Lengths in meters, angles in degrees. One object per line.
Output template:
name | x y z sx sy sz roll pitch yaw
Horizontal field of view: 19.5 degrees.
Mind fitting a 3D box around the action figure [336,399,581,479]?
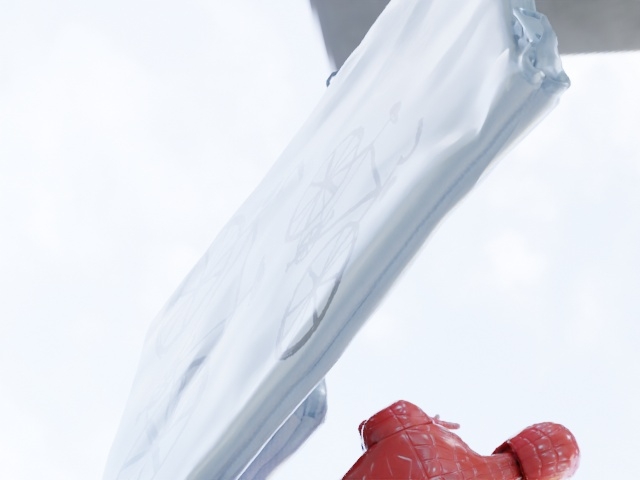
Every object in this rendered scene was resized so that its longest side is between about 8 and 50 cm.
action figure | -0.026 0.137 0.737 0.280 0.139 0.091 -24 -105 6

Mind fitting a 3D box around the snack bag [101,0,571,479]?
snack bag | 0.000 0.000 0.840 0.037 0.323 0.342 33 -69 -11
